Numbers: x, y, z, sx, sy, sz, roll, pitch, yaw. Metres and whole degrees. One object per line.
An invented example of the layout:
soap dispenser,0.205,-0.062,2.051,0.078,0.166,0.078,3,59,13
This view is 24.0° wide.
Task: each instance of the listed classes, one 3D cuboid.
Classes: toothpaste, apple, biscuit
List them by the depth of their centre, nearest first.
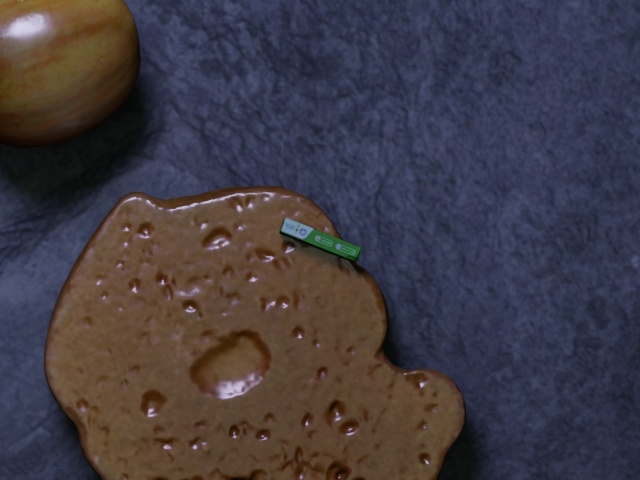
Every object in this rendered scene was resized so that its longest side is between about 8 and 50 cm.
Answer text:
apple,-0.272,-0.188,1.479,0.199,0.199,0.199,0,93,-3
toothpaste,0.000,0.000,1.511,0.083,0.020,0.017,22,85,-2
biscuit,-0.079,0.146,1.544,0.350,0.078,0.455,-36,91,-7
